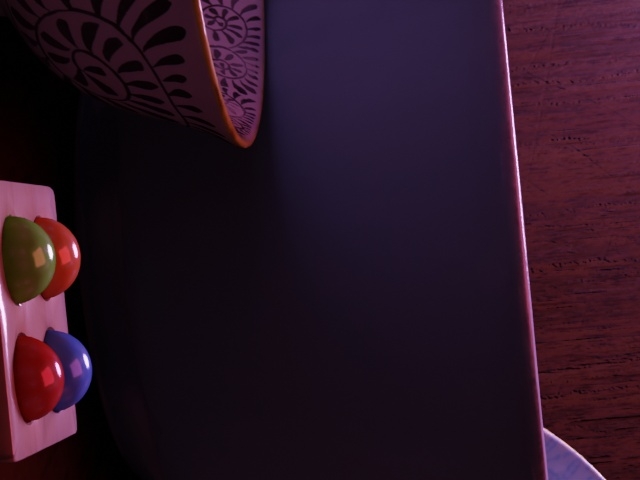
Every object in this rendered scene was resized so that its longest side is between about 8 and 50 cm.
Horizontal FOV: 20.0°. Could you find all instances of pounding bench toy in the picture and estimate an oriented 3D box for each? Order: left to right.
[{"bbox_3d":[-0.082,0.001,0.356,0.052,0.065,0.083,-6,90,-85],"label":"pounding bench toy"}]

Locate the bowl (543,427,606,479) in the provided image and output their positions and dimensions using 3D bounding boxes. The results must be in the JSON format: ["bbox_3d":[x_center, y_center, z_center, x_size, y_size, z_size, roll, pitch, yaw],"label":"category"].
[{"bbox_3d":[0.094,0.267,1.279,0.156,0.289,0.289,-51,-154,38],"label":"bowl"}]

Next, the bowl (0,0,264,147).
[{"bbox_3d":[-0.068,-0.108,0.545,0.170,0.080,0.170,-6,90,-85],"label":"bowl"}]

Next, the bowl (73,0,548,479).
[{"bbox_3d":[0.000,0.000,0.723,0.311,0.163,0.312,-5,90,-85],"label":"bowl"}]
